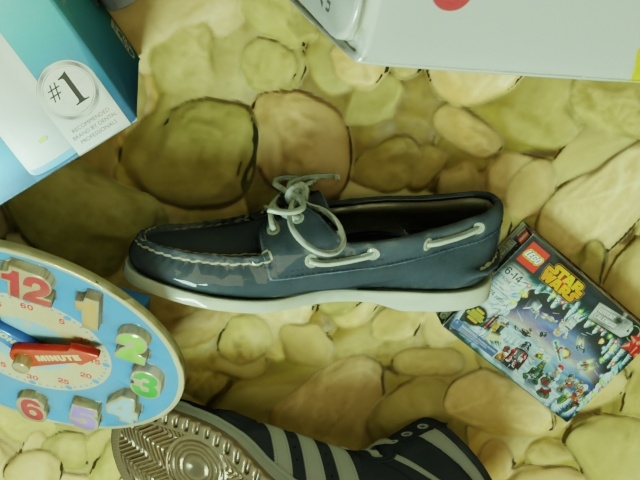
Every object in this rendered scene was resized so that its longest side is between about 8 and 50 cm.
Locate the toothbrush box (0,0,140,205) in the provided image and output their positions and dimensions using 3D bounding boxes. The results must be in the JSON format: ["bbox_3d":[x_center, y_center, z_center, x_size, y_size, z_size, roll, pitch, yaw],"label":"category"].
[{"bbox_3d":[-0.270,-0.147,0.671,0.216,0.126,0.295,-30,114,6],"label":"toothbrush box"}]

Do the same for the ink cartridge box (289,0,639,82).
[{"bbox_3d":[0.186,-0.236,0.636,0.385,0.160,0.279,1,116,-23],"label":"ink cartridge box"}]

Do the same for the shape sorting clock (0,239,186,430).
[{"bbox_3d":[-0.187,0.067,0.782,0.206,0.040,0.206,9,139,8],"label":"shape sorting clock"}]

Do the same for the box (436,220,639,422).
[{"bbox_3d":[0.165,0.062,0.885,0.137,0.027,0.094,37,104,-22],"label":"box"}]

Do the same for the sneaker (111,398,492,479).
[{"bbox_3d":[-0.003,0.172,0.886,0.282,0.153,0.099,23,116,15],"label":"sneaker"}]

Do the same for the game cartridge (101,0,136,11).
[{"bbox_3d":[-0.053,-0.286,0.679,0.294,0.060,0.196,-32,111,7],"label":"game cartridge"}]

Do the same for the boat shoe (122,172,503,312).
[{"bbox_3d":[0.000,0.000,0.795,0.255,0.095,0.079,3,116,-11],"label":"boat shoe"}]
